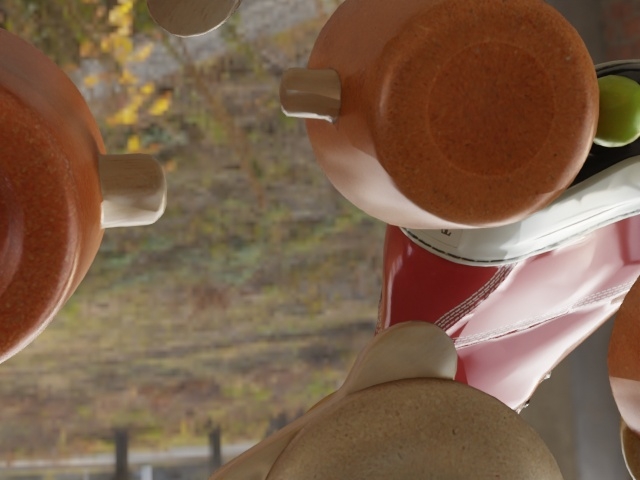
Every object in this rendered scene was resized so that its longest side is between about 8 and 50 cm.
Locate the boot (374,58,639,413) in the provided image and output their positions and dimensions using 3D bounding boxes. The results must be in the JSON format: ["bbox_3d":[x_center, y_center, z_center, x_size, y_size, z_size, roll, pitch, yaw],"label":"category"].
[{"bbox_3d":[0.116,0.019,0.654,0.244,0.176,0.088,-17,-136,-35],"label":"boot"}]

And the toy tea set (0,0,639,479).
[{"bbox_3d":[0.000,0.000,0.400,0.336,0.200,0.124,37,180,-15],"label":"toy tea set"}]
